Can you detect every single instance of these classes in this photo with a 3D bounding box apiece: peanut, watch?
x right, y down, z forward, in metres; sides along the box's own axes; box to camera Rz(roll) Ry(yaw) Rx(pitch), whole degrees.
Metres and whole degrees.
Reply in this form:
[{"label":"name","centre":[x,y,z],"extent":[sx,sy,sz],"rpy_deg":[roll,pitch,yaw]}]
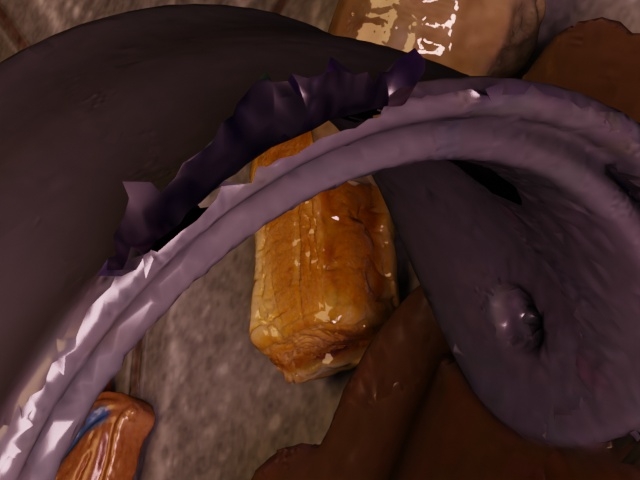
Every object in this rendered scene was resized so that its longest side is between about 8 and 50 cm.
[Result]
[{"label":"peanut","centre":[0.052,-0.124,0.686],"extent":[0.099,0.100,0.214],"rpy_deg":[24,110,51]},{"label":"watch","centre":[0.011,0.055,0.491],"extent":[0.314,0.327,0.335],"rpy_deg":[27,96,50]}]

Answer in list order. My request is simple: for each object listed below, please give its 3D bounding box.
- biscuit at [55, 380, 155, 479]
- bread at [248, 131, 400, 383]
[{"label":"biscuit","centre":[-0.171,0.137,0.902],"extent":[0.183,0.043,0.280],"rpy_deg":[-52,44,13]},{"label":"bread","centre":[0.000,0.000,0.745],"extent":[0.074,0.053,0.132],"rpy_deg":[-30,53,37]}]
